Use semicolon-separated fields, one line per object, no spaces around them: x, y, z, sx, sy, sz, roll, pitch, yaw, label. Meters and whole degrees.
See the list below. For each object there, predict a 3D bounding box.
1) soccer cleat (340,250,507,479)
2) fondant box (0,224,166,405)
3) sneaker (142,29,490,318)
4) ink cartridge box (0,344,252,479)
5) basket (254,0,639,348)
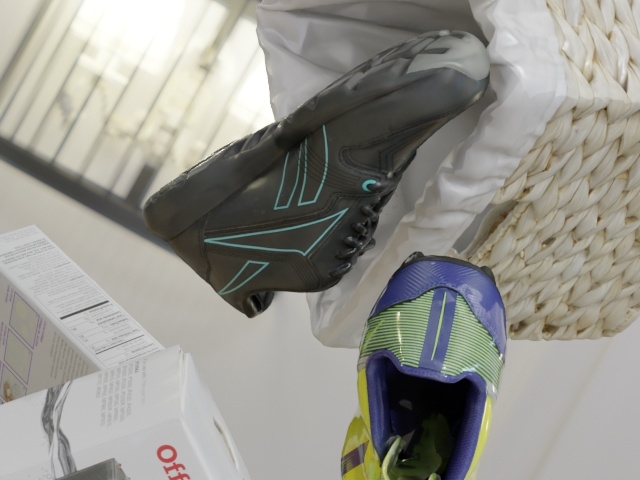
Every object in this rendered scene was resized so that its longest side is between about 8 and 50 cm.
0.053;0.138;0.879;0.093;0.289;0.121;10;40;7;soccer cleat
-0.303;0.172;1.757;0.096;0.238;0.330;-19;47;-40;fondant box
0.009;-0.036;0.870;0.267;0.101;0.106;-28;-84;43;sneaker
-0.103;0.117;0.635;0.056;0.135;0.099;-99;168;-61;ink cartridge box
0.140;-0.127;1.056;0.266;0.331;0.328;4;-33;-22;basket
